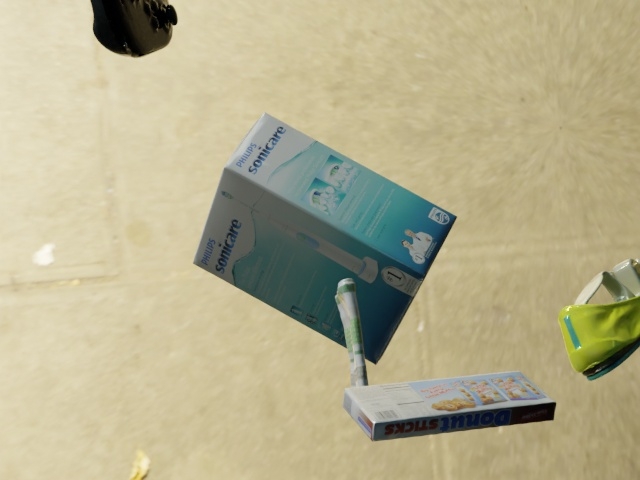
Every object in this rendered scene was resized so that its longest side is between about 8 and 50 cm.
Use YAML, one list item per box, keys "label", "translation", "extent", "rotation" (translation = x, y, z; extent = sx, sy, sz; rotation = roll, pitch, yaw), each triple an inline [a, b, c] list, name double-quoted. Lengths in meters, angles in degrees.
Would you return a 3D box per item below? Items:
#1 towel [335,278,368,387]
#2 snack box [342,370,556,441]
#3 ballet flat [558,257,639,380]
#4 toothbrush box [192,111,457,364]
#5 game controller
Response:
- label: "towel"
  translation: [0.036, 0.124, 1.579]
  extent: [0.023, 0.113, 0.152]
  rotation: [-7, 79, 0]
- label: "snack box"
  translation: [0.113, 0.142, 1.256]
  extent: [0.178, 0.064, 0.022]
  rotation: [-3, 112, -24]
- label: "ballet flat"
  translation: [0.285, 0.058, 1.324]
  extent: [0.077, 0.231, 0.077]
  rotation: [-39, 79, 38]
- label: "toothbrush box"
  translation: [0.000, 0.000, 1.930]
  extent: [0.295, 0.126, 0.216]
  rotation: [27, 140, 4]
- label: "game controller"
  translation: [-0.202, -0.324, 1.320]
  extent: [0.067, 0.166, 0.319]
  rotation: [-15, 101, 4]
